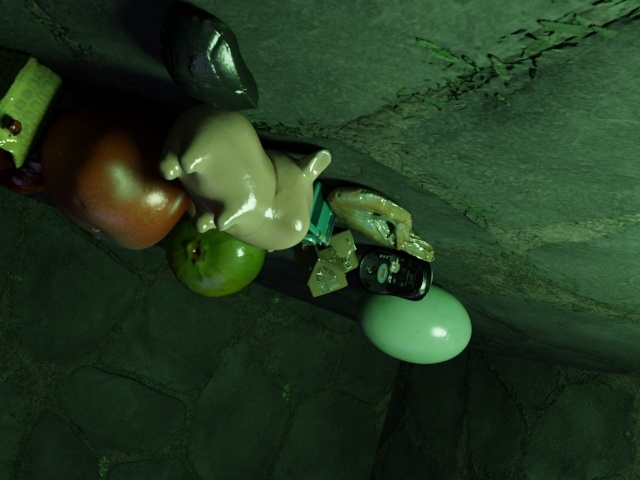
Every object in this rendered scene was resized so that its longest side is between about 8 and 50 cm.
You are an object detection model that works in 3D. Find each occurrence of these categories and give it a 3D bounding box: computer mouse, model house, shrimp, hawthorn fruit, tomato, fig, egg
[{"bbox_3d":[0.218,0.100,1.669,0.233,0.138,0.096,16,-174,31],"label":"computer mouse"},{"bbox_3d":[0.000,0.000,1.590,0.176,0.181,0.248,-21,133,-1],"label":"model house"},{"bbox_3d":[0.155,-0.039,1.301,0.317,0.077,0.168,26,162,-23],"label":"shrimp"},{"bbox_3d":[-0.722,-0.224,1.414,0.230,0.211,0.266,20,177,-9],"label":"hawthorn fruit"},{"bbox_3d":[-0.618,-0.254,1.129,0.253,0.196,0.160,5,154,40],"label":"model house"},{"bbox_3d":[-0.432,-0.135,1.224,0.341,0.273,0.341,16,168,4],"label":"tomato"},{"bbox_3d":[-0.164,-0.247,0.841,0.121,0.074,0.217,15,168,10],"label":"computer mouse"},{"bbox_3d":[-0.289,0.008,1.675,0.315,0.317,0.316,17,167,4],"label":"fig"},{"bbox_3d":[0.309,0.267,1.931,0.388,0.276,0.276,13,167,15],"label":"egg"}]

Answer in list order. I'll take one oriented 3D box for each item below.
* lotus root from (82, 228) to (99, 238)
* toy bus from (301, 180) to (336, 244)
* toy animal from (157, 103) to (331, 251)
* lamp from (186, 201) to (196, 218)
[{"bbox_3d":[-0.562,-0.139,1.486,0.192,0.272,0.272,38,158,-30],"label":"lotus root"},{"bbox_3d":[-0.100,-0.079,1.354,0.255,0.129,0.147,9,163,26],"label":"toy bus"},{"bbox_3d":[-0.145,-0.115,1.085,0.236,0.269,0.327,5,131,41],"label":"toy animal"},{"bbox_3d":[-0.285,-0.111,1.447,0.136,0.137,0.136,17,167,4],"label":"lamp"}]
